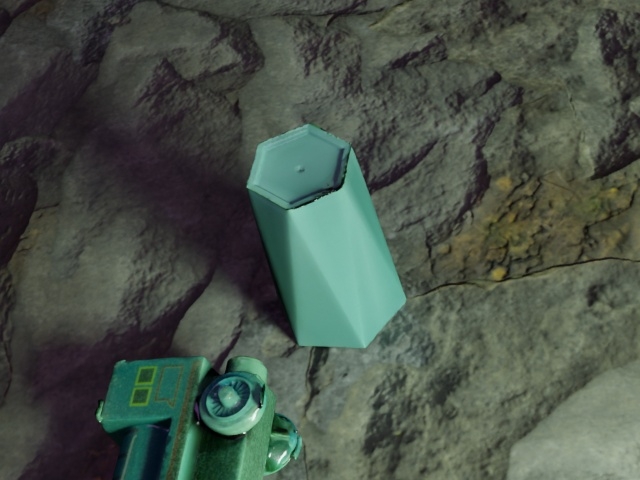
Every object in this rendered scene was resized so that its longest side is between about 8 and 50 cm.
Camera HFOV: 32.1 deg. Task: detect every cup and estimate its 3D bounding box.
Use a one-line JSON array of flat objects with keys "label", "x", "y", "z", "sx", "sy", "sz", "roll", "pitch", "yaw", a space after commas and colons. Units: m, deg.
[{"label": "cup", "x": 0.000, "y": 0.000, "z": 1.156, "sx": 0.134, "sy": 0.235, "sz": 0.148, "roll": -26, "pitch": 53, "yaw": -4}]

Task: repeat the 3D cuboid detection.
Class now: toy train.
[{"label": "toy train", "x": -0.136, "y": 0.250, "z": 1.078, "sx": 0.194, "sy": 0.120, "sz": 0.298, "roll": -5, "pitch": 52, "yaw": 19}]
